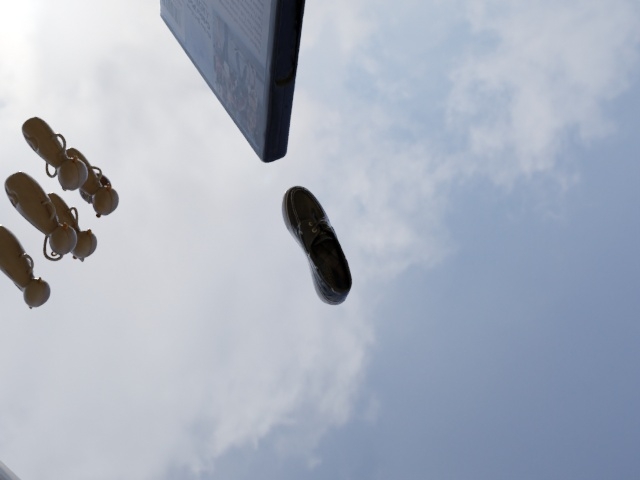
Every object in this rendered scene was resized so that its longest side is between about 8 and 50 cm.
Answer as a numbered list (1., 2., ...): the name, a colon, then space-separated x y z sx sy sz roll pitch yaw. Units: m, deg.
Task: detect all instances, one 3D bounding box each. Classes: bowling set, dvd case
1. bowling set: -0.369 -0.051 1.155 0.154 0.287 0.199 46 -144 18
2. dvd case: -0.058 -0.194 0.453 0.022 0.253 0.180 -20 -123 -24

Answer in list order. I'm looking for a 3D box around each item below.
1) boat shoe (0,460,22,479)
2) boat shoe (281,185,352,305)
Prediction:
1. boat shoe: -0.113 0.207 0.293 0.355 0.132 0.130 35 -94 19
2. boat shoe: 0.000 0.000 0.819 0.049 0.040 0.142 -17 -104 -24
